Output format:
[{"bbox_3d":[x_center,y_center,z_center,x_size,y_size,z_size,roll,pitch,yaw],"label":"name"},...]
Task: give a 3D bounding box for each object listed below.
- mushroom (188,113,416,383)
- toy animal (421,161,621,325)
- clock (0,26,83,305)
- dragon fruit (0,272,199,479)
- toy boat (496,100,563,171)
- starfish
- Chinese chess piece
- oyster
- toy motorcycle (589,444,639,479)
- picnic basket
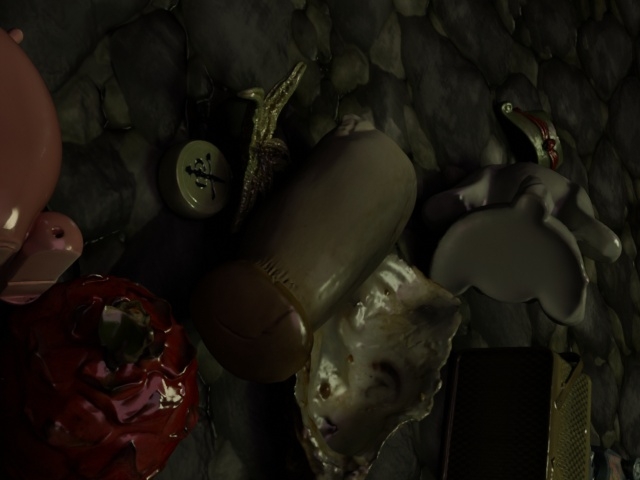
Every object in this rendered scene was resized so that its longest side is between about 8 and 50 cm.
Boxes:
[{"bbox_3d":[0.004,-0.008,0.998,0.407,0.137,0.154,-51,165,-56],"label":"mushroom"},{"bbox_3d":[0.293,-0.021,1.338,0.265,0.271,0.206,-44,143,-60],"label":"toy animal"},{"bbox_3d":[-0.291,-0.083,0.650,0.227,0.142,0.241,0,68,-35],"label":"clock"},{"bbox_3d":[-0.185,0.119,0.752,0.172,0.172,0.210,-5,127,-51],"label":"dragon fruit"},{"bbox_3d":[0.356,-0.159,1.557,0.185,0.071,0.089,64,-1,-20],"label":"toy boat"},{"bbox_3d":[-0.059,-0.095,1.011,0.224,0.050,0.217,-68,153,-13],"label":"starfish"},{"bbox_3d":[-0.129,-0.063,0.965,0.084,0.034,0.084,13,73,-48],"label":"Chinese chess piece"},{"bbox_3d":[0.028,0.145,1.087,0.204,0.111,0.396,45,50,-14],"label":"oyster"},{"bbox_3d":[0.452,0.422,1.543,0.307,0.108,0.173,37,65,-42],"label":"toy motorcycle"},{"bbox_3d":[0.275,0.279,1.296,0.139,0.165,0.267,32,60,-45],"label":"picnic basket"}]
